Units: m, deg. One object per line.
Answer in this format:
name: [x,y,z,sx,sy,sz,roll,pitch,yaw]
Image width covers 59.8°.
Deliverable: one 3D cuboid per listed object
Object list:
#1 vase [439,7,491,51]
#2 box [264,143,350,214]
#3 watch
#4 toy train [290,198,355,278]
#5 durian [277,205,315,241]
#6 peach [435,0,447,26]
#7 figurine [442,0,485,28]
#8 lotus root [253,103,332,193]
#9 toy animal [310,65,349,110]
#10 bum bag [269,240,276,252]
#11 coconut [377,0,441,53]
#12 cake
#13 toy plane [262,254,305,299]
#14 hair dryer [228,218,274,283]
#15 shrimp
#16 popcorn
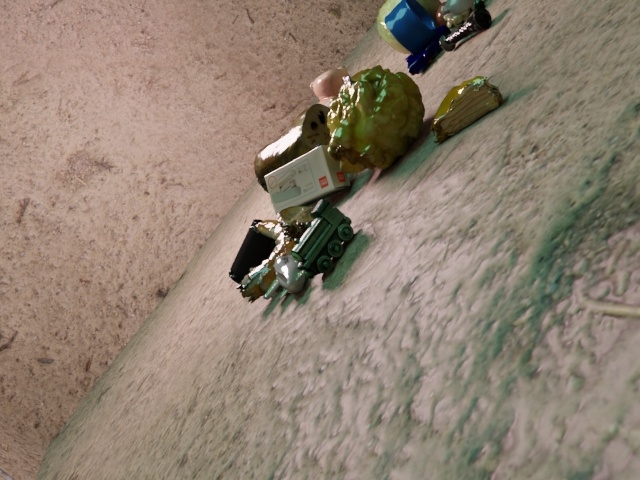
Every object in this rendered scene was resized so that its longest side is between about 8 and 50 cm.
vase: [0.403,-0.586,1.560,0.059,0.059,0.167,-55,15,-16]
box: [-0.042,-0.177,1.633,0.269,0.135,0.079,-20,-4,43]
watch: [0.300,-0.668,1.784,0.171,0.200,0.196,-40,15,24]
toy train: [0.000,0.000,1.255,0.170,0.111,0.071,-55,13,-18]
durian: [-0.031,-0.039,1.464,0.148,0.091,0.188,8,26,33]
peach: [0.421,-0.754,1.855,0.083,0.083,0.083,-46,16,17]
figurine: [0.455,-0.741,1.721,0.197,0.093,0.147,-45,37,-6]
lotus root: [-0.072,-0.266,1.835,0.346,0.250,0.250,-28,27,41]
toy animal: [0.058,-0.541,2.132,0.229,0.221,0.210,-49,11,3]
bum bag: [-0.192,0.023,1.911,0.109,0.026,0.159,-58,17,-23]
coconut: [0.324,-0.779,1.965,0.204,0.236,0.236,5,54,44]
cake: [0.278,-0.264,1.138,0.116,0.079,0.185,-49,19,-2]
toy plane: [-0.077,0.079,1.349,0.174,0.080,0.174,-47,13,15]
hair dryer: [-0.213,0.016,1.786,0.251,0.089,0.197,-106,40,-75]
shrimp: [-0.131,0.027,1.529,0.185,0.068,0.287,-18,46,15]
popcorn: [0.128,-0.295,1.395,0.286,0.215,0.252,156,118,-62]
